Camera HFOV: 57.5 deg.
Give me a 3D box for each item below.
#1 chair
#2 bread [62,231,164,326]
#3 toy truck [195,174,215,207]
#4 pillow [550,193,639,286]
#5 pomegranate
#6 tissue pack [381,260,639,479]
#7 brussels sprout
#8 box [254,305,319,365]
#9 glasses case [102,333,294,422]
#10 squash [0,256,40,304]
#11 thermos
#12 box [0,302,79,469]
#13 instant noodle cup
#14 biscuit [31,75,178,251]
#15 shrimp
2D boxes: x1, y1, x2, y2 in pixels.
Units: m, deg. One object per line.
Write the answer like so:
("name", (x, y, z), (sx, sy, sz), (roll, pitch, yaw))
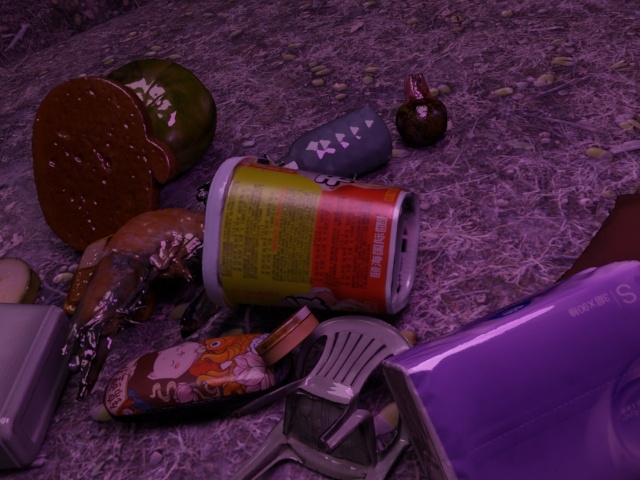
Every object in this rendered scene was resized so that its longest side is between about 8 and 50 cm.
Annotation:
("chair", (0.013, 0.243, 0.820), (0.203, 0.191, 0.274), (10, 18, 25))
("bread", (-0.415, 0.080, 1.192), (0.181, 0.096, 0.222), (-11, 42, 8))
("toy truck", (-0.177, -0.052, 1.272), (0.121, 0.088, 0.259), (-29, 44, -12))
("pillow", (0.580, 0.032, 0.936), (0.305, 0.109, 0.308), (20, 49, 40))
("pomegranate", (0.244, -0.306, 1.377), (0.125, 0.163, 0.138), (15, 25, 9))
("tissue pack", (0.273, 0.200, 0.727), (0.338, 0.160, 0.242), (-23, 83, -9))
("brussels sprout", (-0.435, -0.278, 1.463), (0.289, 0.281, 0.355), (41, 83, 11))
("box", (-0.051, 0.145, 0.887), (0.105, 0.105, 0.037), (-39, 87, -25))
("glasses case", (-0.202, 0.226, 0.965), (0.320, 0.082, 0.122), (-12, 30, 7))
("squash", (-0.724, 0.133, 1.273), (0.219, 0.041, 0.219), (-9, 46, 10))
("thermos", (0.020, -0.173, 1.319), (0.286, 0.145, 0.182), (-29, 76, -12))
("box", (-0.554, 0.244, 1.003), (0.182, 0.175, 0.312), (-2, 42, 3))
("instant noodle cup", (0.000, 0.000, 0.993), (0.307, 0.294, 0.294), (6, 45, 18))
("biscuit", (-0.480, -0.165, 1.308), (0.350, 0.395, 0.070), (3, 6, 11))
("shrimp", (-0.294, 0.101, 1.046), (0.271, 0.085, 0.445), (14, 45, 6))
